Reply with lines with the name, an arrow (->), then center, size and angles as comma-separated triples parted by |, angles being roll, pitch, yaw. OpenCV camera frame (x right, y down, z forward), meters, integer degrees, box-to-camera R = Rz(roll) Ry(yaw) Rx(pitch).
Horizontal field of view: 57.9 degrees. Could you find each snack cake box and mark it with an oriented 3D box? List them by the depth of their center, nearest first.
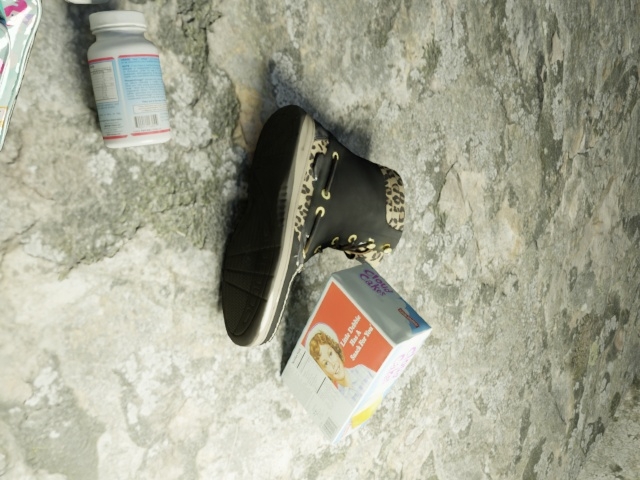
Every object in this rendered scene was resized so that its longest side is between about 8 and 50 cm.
snack cake box -> 0.046, 0.185, 0.936 | 0.089, 0.152, 0.264 | -15, 142, -41

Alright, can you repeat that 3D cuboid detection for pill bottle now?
pill bottle -> -0.244, -0.202, 0.734 | 0.087, 0.087, 0.160 | -17, 107, -40

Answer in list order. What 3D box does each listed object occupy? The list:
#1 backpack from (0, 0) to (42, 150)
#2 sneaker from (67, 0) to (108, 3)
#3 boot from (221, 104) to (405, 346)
backpack -> -0.402, -0.179, 0.509 | 0.253, 0.191, 0.225 | 13, 123, -36
sneaker -> -0.353, -0.354, 0.599 | 0.321, 0.127, 0.126 | 11, 95, -68
boot -> 0.000, 0.000, 0.964 | 0.284, 0.138, 0.378 | 17, 79, -43
